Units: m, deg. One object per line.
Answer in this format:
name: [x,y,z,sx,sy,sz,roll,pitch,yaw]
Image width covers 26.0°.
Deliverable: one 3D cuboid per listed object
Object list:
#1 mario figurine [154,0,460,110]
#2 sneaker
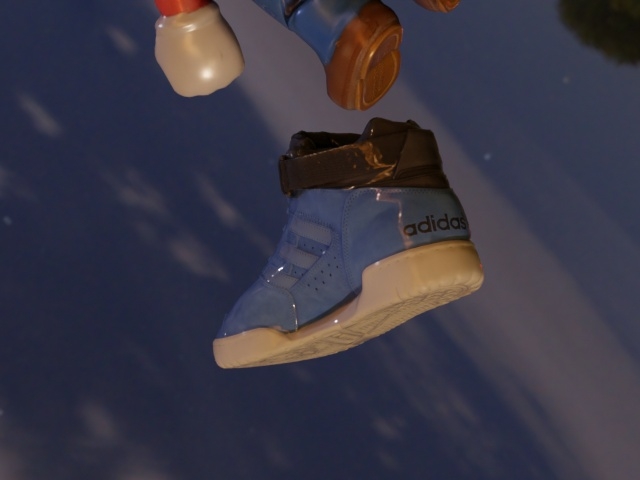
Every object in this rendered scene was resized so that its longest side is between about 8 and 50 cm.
mario figurine: [-0.056,-0.218,0.917,0.320,0.170,0.198,37,-134,15]
sneaker: [0.001,0.000,0.582,0.058,0.152,0.084,-4,-106,-38]
